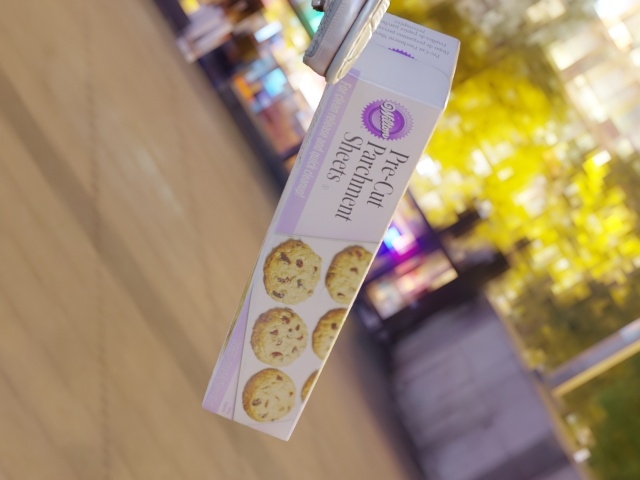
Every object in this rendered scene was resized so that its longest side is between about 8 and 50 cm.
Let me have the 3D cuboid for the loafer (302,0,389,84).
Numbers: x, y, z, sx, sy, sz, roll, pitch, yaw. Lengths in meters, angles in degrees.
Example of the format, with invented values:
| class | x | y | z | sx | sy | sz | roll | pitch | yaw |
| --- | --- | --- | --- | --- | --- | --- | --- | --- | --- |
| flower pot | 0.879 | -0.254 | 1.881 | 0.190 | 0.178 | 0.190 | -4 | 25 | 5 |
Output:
| class | x | y | z | sx | sy | sz | roll | pitch | yaw |
| --- | --- | --- | --- | --- | --- | --- | --- | --- | --- |
| loafer | 0.021 | -0.124 | 0.775 | 0.039 | 0.125 | 0.045 | 29 | -1 | 2 |

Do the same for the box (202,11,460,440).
| class | x | y | z | sx | sy | sz | roll | pitch | yaw |
| --- | --- | --- | --- | --- | --- | --- | --- | --- | --- |
| box | 0.000 | 0.000 | 1.170 | 0.067 | 0.324 | 0.063 | 20 | 46 | -4 |
